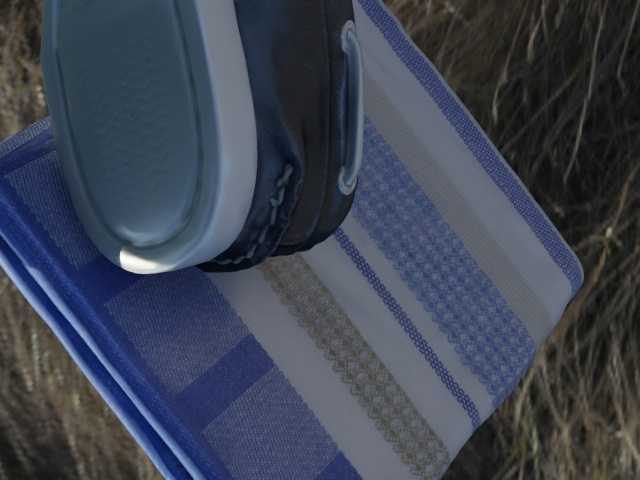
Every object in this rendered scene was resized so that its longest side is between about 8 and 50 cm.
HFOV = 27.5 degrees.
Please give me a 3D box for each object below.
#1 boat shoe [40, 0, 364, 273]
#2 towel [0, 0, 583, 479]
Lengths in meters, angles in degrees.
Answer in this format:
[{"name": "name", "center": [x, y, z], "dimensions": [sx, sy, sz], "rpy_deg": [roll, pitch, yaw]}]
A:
[{"name": "boat shoe", "center": [-0.049, -0.140, 0.461], "dimensions": [0.114, 0.091, 0.303], "rpy_deg": [-2, 92, 40]}, {"name": "towel", "center": [0.000, 0.000, 0.552], "dimensions": [0.209, 0.285, 0.034], "rpy_deg": [52, 129, -2]}]
